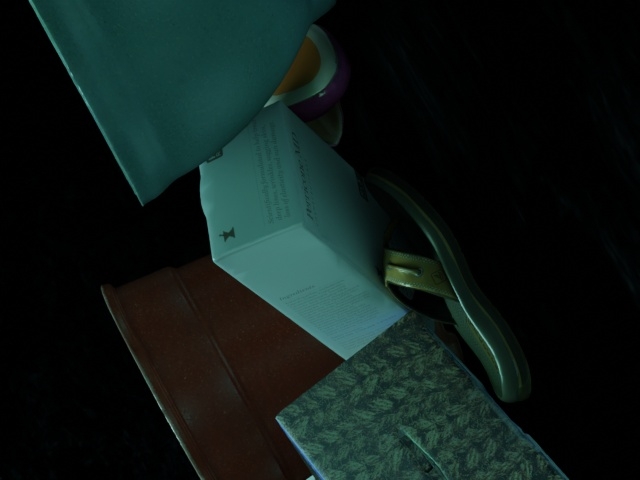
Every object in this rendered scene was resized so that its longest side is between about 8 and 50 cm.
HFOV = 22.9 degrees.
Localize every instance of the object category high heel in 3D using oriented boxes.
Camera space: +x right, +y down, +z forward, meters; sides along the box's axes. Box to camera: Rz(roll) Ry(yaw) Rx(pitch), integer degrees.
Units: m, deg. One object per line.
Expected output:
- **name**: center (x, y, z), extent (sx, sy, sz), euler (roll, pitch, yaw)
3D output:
- **high heel**: center (0.005, -0.110, 1.289), extent (0.117, 0.082, 0.244), euler (30, 169, -18)

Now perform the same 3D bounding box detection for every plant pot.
- **plant pot**: center (-0.111, -0.199, 1.115), extent (0.293, 0.196, 0.293), euler (60, 175, 9)
- **plant pot**: center (-0.025, 0.098, 1.491), extent (0.272, 0.265, 0.272), euler (60, 174, 10)

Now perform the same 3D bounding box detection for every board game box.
- **board game box**: center (0.116, 0.236, 1.299), extent (0.232, 0.141, 0.291), euler (48, 171, 32)

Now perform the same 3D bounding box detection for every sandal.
- **sandal**: center (0.085, 0.036, 1.210), extent (0.219, 0.060, 0.090), euler (60, 175, 16)

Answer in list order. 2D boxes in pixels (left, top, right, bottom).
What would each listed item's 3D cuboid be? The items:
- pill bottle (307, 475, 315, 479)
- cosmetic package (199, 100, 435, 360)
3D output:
- **pill bottle**: center (0.133, 0.327, 1.596), extent (0.334, 0.188, 0.188), euler (60, 175, 16)
- **cosmetic package**: center (0.000, 0.000, 1.249), extent (0.231, 0.085, 0.117), euler (41, -148, -53)
